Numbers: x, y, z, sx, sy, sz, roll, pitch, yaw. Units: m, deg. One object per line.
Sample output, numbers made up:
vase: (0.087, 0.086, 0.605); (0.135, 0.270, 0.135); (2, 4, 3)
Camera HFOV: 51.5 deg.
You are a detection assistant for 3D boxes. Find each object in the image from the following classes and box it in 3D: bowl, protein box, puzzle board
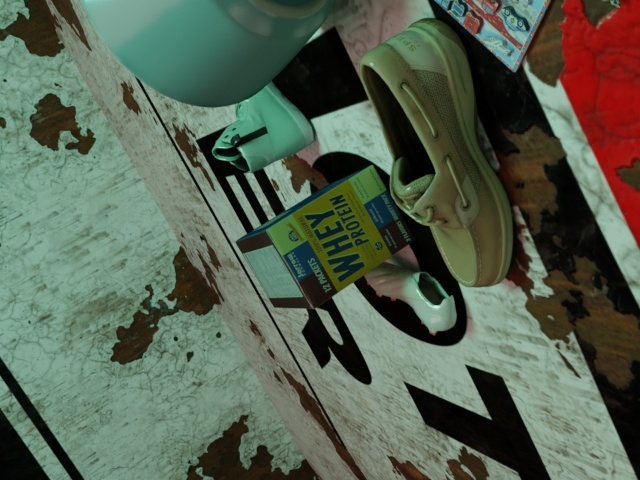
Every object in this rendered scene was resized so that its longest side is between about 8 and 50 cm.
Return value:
bowl: (-0.097, -0.319, 0.736); (0.163, 0.311, 0.311); (-4, 118, 47)
protein box: (0.000, 0.000, 1.059); (0.136, 0.200, 0.201); (60, 160, -6)
puzzle board: (0.154, -0.231, 0.625); (0.128, 0.011, 0.096); (50, 159, 20)

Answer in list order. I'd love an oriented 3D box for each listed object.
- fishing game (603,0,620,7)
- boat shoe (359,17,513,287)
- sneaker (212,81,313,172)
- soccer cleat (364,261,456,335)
fishing game: (0.193, -0.287, 0.413); (0.264, 0.041, 0.189); (54, 162, -14)
boat shoe: (0.129, -0.075, 0.773); (0.121, 0.110, 0.341); (24, 142, 57)
sneaker: (-0.144, -0.219, 1.146); (0.256, 0.151, 0.094); (46, 159, 32)
soccer cleat: (0.142, 0.070, 1.047); (0.196, 0.068, 0.076); (37, 137, 42)
